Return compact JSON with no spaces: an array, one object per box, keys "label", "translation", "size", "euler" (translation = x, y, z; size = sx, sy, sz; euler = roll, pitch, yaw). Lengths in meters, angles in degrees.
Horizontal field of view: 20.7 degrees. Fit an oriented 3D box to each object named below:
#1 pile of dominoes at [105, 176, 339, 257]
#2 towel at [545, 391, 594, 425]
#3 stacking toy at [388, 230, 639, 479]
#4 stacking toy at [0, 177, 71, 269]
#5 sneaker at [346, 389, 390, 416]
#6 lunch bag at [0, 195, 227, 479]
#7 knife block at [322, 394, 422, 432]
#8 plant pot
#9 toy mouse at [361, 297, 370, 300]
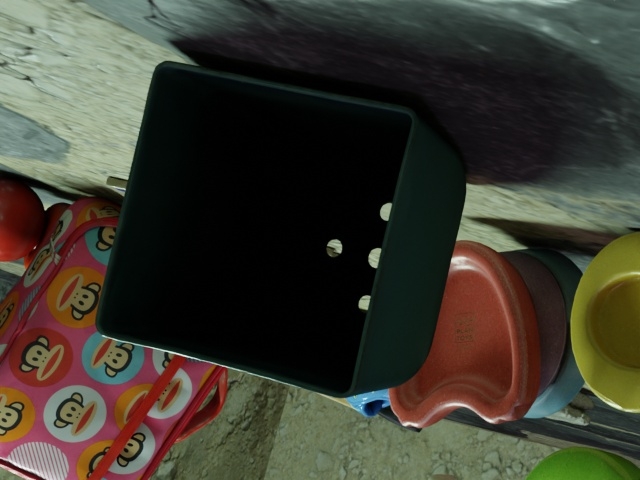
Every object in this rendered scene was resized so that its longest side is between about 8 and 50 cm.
[{"label":"pile of dominoes","translation":[-0.083,0.005,1.723],"size":[0.196,0.040,0.251],"euler":[13,173,19]},{"label":"towel","translation":[0.238,0.190,2.394],"size":[0.187,0.049,0.282],"euler":[8,169,37]},{"label":"stacking toy","translation":[0.192,0.135,1.271],"size":[0.130,0.280,0.309],"euler":[8,178,-37]},{"label":"stacking toy","translation":[-0.237,0.027,1.910],"size":[0.330,0.141,0.141],"euler":[24,170,-23]},{"label":"sneaker","translation":[0.031,0.150,2.214],"size":[0.240,0.126,0.091],"euler":[10,171,32]},{"label":"lunch bag","translation":[-0.215,0.127,1.826],"size":[0.258,0.293,0.120],"euler":[32,-173,-24]},{"label":"knife block","translation":[0.034,0.181,2.452],"size":[0.242,0.088,0.275],"euler":[21,177,38]},{"label":"plant pot","translation":[0.000,0.000,1.101],"size":[0.165,0.166,0.234],"euler":[13,180,20]},{"label":"toy mouse","translation":[0.103,0.065,1.771],"size":[0.143,0.031,0.161],"euler":[15,-178,-7]}]
